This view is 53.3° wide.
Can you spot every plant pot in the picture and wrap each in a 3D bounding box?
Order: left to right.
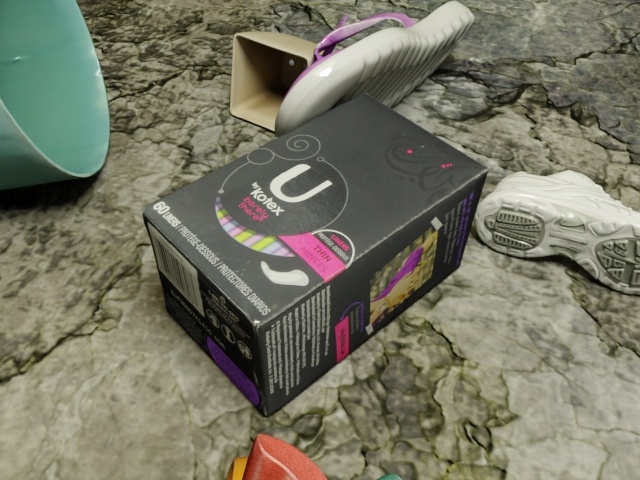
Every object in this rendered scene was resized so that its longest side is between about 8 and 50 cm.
[{"bbox_3d":[-0.399,-0.181,0.669,0.235,0.293,0.293,-13,48,5],"label":"plant pot"},{"bbox_3d":[-0.043,-0.211,0.825,0.109,0.109,0.096,24,39,19],"label":"plant pot"}]

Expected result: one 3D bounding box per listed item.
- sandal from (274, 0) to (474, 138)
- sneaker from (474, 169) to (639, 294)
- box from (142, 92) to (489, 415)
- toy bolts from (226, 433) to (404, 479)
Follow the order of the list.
[{"bbox_3d":[0.054,-0.217,0.770,0.102,0.169,0.416,45,39,6],"label":"sandal"},{"bbox_3d":[0.289,-0.025,0.670,0.232,0.090,0.115,21,47,16],"label":"sneaker"},{"bbox_3d":[0.000,0.000,0.598,0.270,0.143,0.165,-33,56,-29],"label":"box"},{"bbox_3d":[0.017,0.207,0.373,0.158,0.229,0.218,14,32,-7],"label":"toy bolts"}]
